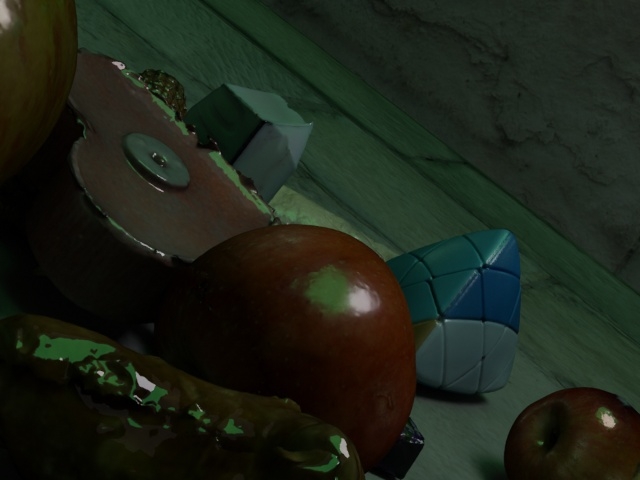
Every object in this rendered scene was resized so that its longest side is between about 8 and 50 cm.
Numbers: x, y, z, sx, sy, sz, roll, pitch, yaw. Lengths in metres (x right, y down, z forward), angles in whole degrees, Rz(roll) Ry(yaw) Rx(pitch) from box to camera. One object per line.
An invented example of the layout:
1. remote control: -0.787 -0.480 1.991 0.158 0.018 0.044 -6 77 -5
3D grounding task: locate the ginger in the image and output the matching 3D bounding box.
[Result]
1. ginger: -0.125 0.172 1.005 0.321 0.172 0.165 19 39 5

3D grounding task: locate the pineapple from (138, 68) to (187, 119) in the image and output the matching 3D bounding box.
1. pineapple: -0.266 -0.179 1.868 0.108 0.108 0.197 35 29 4

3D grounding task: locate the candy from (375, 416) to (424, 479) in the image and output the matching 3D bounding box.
1. candy: -0.027 0.160 1.395 0.312 0.061 0.088 28 14 -21

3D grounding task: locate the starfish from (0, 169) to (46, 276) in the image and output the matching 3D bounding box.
1. starfish: -0.320 -0.060 1.441 0.299 0.060 0.302 44 25 22

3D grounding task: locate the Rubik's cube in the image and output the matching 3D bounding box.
1. Rubik's cube: 0.128 0.101 1.748 0.254 0.254 0.254 31 16 -10

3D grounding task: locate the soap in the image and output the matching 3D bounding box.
1. soap: -0.127 -0.092 1.620 0.091 0.230 0.145 18 22 -45

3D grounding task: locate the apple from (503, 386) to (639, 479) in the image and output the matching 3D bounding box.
1. apple: 0.322 0.274 1.569 0.199 0.199 0.199 31 16 -10

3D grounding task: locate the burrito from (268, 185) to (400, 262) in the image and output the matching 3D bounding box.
1. burrito: 0.000 0.000 1.899 0.392 0.076 0.117 32 23 -2

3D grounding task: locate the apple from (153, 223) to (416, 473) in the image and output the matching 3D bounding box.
1. apple: -0.024 0.108 1.189 0.206 0.272 0.251 -25 57 -23

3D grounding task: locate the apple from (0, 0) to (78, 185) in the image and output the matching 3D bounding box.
1. apple: -0.418 -0.178 1.164 0.400 0.333 0.400 14 28 -8

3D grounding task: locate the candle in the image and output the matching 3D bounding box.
1. candle: -0.185 -0.042 1.365 0.287 0.131 0.317 18 36 -38
